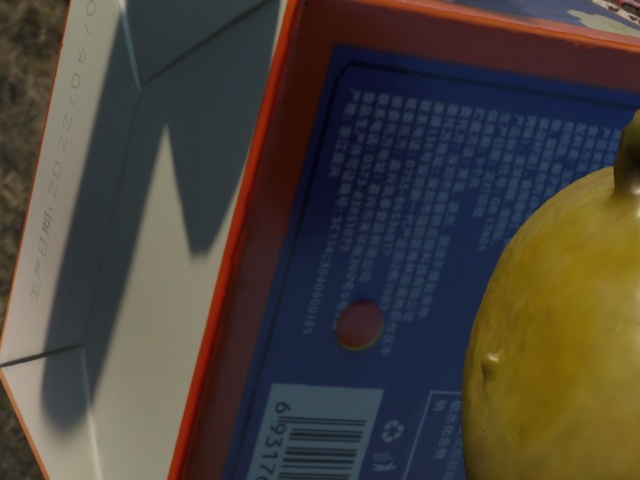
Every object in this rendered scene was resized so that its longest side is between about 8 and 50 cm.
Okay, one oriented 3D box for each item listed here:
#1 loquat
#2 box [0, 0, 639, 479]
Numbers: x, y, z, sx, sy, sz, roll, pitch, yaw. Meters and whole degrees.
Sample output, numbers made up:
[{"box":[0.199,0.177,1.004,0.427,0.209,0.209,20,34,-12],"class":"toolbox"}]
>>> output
[{"box":[0.122,0.048,0.499,0.172,0.149,0.204,-81,168,-70],"class":"loquat"},{"box":[0.000,0.000,0.828,0.257,0.349,0.318,6,19,-26],"class":"box"}]
